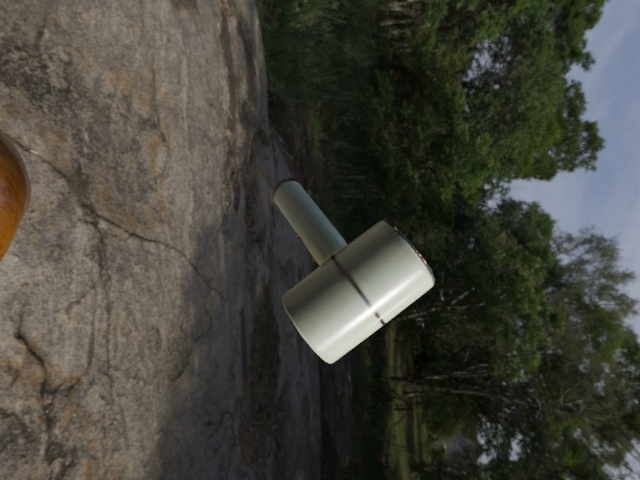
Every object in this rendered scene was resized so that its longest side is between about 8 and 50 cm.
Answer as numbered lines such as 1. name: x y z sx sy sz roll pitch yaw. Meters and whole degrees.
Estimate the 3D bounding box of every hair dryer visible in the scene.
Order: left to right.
1. hair dryer: 0.000 0.000 0.680 0.362 0.203 0.128 53 1 38

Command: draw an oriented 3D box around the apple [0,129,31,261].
1. apple: -0.628 -0.038 0.583 0.333 0.400 0.400 54 28 -40
